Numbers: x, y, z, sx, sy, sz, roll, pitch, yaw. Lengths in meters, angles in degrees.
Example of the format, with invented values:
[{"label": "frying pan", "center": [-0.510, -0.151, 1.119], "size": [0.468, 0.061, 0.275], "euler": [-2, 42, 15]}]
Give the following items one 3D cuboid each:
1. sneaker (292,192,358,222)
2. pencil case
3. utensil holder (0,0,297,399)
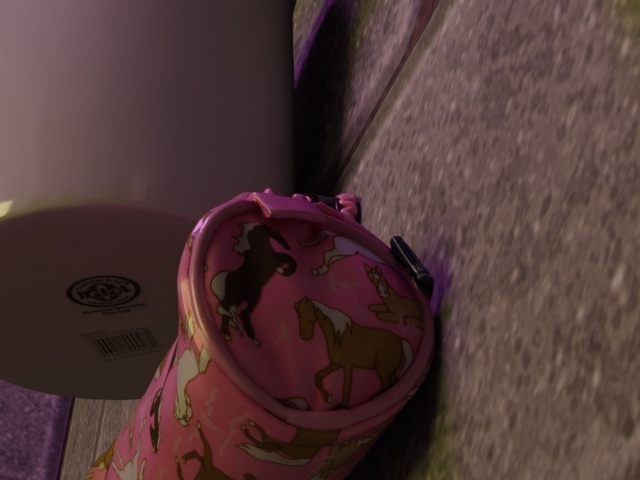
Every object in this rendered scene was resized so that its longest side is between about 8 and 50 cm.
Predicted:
[{"label": "sneaker", "center": [0.000, 0.000, 1.100], "size": [0.119, 0.057, 0.047], "euler": [-102, 31, -61]}, {"label": "pencil case", "center": [-0.059, 0.128, 0.993], "size": [0.167, 0.160, 0.386], "euler": [-44, -11, -37]}, {"label": "utensil holder", "center": [-0.177, -0.101, 1.325], "size": [0.327, 0.327, 0.385], "euler": [119, 154, -50]}]
